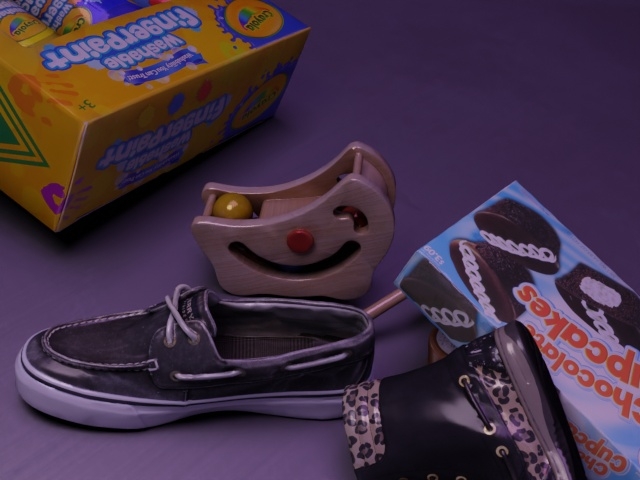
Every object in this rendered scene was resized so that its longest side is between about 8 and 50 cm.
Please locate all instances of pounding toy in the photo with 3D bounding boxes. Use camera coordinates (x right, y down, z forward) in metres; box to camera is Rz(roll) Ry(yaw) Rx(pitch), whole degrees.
[{"bbox_3d":[0.000,0.000,0.977,0.269,0.154,0.155,2,36,5],"label":"pounding toy"}]

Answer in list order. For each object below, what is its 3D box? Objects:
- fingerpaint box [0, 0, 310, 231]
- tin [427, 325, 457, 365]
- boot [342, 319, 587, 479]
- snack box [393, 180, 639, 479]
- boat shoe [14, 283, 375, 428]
[{"bbox_3d":[-0.288,-0.251,1.171,0.371,0.163,0.445,37,37,13],"label":"fingerpaint box"},{"bbox_3d":[0.175,0.092,0.983,0.106,0.040,0.190,9,30,16],"label":"tin"},{"bbox_3d":[0.129,0.204,0.804,0.178,0.236,0.085,-20,-12,18],"label":"boot"},{"bbox_3d":[0.244,0.099,0.902,0.322,0.060,0.187,46,46,13],"label":"snack box"},{"bbox_3d":[-0.111,0.092,0.879,0.335,0.119,0.121,0,37,-11],"label":"boat shoe"}]
